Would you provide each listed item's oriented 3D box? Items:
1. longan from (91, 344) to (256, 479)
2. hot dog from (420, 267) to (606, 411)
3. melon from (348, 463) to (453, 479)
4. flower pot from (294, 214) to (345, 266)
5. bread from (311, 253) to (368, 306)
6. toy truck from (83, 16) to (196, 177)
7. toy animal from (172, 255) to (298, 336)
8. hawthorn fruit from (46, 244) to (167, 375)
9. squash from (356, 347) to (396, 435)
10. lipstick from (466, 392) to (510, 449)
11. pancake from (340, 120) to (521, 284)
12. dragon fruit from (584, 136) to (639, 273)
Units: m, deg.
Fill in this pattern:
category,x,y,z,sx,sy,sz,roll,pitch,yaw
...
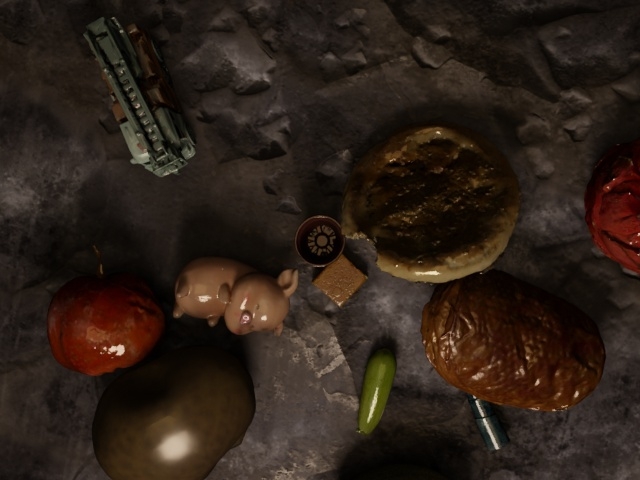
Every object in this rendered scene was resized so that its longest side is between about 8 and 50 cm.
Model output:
category,x,y,z,sx,sy,sz,roll,pitch,yaw
longan,-0.297,0.366,1.252,0.350,0.288,0.288,-37,90,0
hot dog,0.383,0.203,1.257,0.388,0.174,0.266,22,80,-10
melon,0.162,0.584,1.255,0.302,0.237,0.237,-10,91,-2
flower pot,0.000,0.000,1.323,0.111,0.089,0.111,0,90,1
bread,0.043,0.086,1.350,0.090,0.035,0.094,43,92,1
toy truck,-0.378,-0.287,1.284,0.133,0.184,0.338,-22,90,4
toy animal,-0.185,0.119,1.304,0.250,0.154,0.166,18,134,-6
hawthorn fruit,-0.454,0.143,1.282,0.242,0.242,0.271,-14,88,2
squash,0.119,0.334,1.340,0.066,0.066,0.200,16,95,2
lipstick,0.341,0.341,1.336,0.054,0.053,0.234,-25,89,2
pancake,0.221,-0.079,1.252,0.383,0.071,0.382,-5,61,9
dragon fruit,0.673,-0.069,1.211,0.296,0.302,0.295,2,95,23
